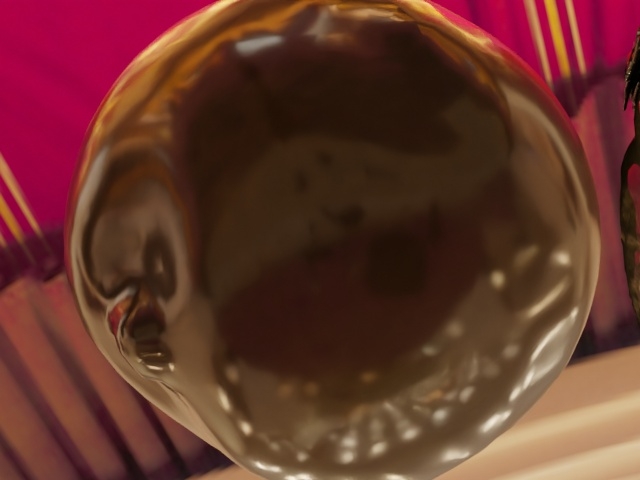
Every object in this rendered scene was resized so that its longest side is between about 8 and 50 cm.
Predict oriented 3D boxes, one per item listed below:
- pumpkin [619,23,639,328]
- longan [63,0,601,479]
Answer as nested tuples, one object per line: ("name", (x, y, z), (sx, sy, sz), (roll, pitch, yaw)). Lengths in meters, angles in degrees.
("pumpkin", (0.230, -0.016, 0.509), (0.257, 0.327, 0.291), (-17, -111, -10))
("longan", (0.000, 0.000, 1.142), (0.361, 0.361, 0.361), (-10, -132, 11))
